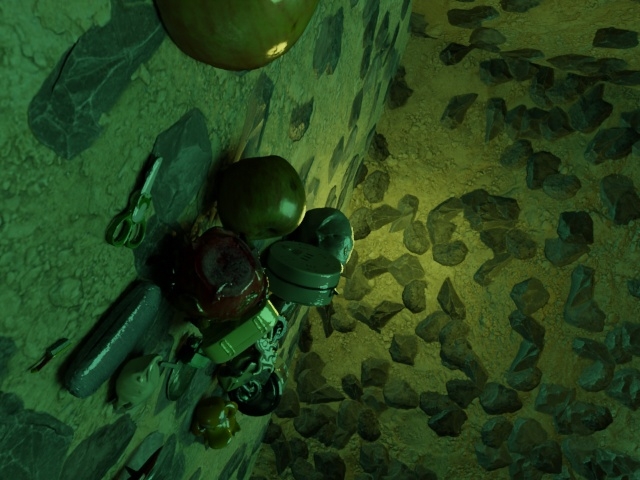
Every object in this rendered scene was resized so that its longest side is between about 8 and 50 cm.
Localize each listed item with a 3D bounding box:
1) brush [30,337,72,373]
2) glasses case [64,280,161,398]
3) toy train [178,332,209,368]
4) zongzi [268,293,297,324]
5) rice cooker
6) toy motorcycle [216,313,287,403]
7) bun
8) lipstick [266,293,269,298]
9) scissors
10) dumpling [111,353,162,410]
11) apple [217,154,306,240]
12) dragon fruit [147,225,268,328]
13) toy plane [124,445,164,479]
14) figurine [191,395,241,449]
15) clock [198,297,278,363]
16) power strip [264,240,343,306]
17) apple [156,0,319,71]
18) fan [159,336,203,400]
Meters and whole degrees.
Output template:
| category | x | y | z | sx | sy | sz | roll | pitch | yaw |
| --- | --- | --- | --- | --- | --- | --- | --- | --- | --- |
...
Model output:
| category | x | y | z | sx | sy | sz | roll | pitch | yaw |
| --- | --- | --- | --- | --- | --- | --- | --- | --- | --- |
| brush | -0.508 | 0.215 | 0.799 | 0.083 | 0.018 | 0.021 | -54 | 151 | -54 |
| glasses case | -0.451 | 0.214 | 0.947 | 0.109 | 0.067 | 0.283 | 101 | 13 | -52 |
| toy train | -0.405 | 0.367 | 1.391 | 0.100 | 0.070 | 0.172 | -58 | 165 | -18 |
| zongzi | -0.159 | 0.315 | 2.165 | 0.300 | 0.138 | 0.286 | -42 | 159 | -23 |
| rice cooker | -0.292 | 0.675 | 2.029 | 0.316 | 0.264 | 0.317 | -14 | 90 | -80 |
| toy motorcycle | -0.294 | 0.491 | 1.814 | 0.236 | 0.168 | 0.411 | 29 | 83 | -41 |
| bun | -0.003 | -0.005 | 2.116 | 0.194 | 0.354 | 0.355 | -4 | 116 | -54 |
| lipstick | -0.302 | 0.361 | 1.926 | 0.059 | 0.059 | 0.264 | 10 | 100 | -79 |
| scissors | -0.375 | -0.081 | 0.887 | 0.101 | 0.027 | 0.205 | 28 | 84 | -80 |
| dumpling | -0.454 | 0.342 | 1.086 | 0.134 | 0.099 | 0.170 | -82 | -170 | -72 |
| apple | -0.171 | -0.129 | 1.224 | 0.264 | 0.264 | 0.265 | 20 | 90 | -79 |
| dragon fruit | -0.286 | 0.110 | 1.140 | 0.269 | 0.250 | 0.291 | -35 | 180 | -33 |
| toy plane | -0.568 | 0.734 | 1.219 | 0.326 | 0.104 | 0.223 | -64 | 169 | -47 |
| figurine | -0.431 | 0.745 | 1.759 | 0.228 | 0.215 | 0.215 | 122 | -8 | -71 |
| clock | -0.277 | 0.220 | 1.307 | 0.235 | 0.308 | 0.096 | -36 | 121 | -11 |
| power strip | -0.069 | 0.141 | 1.875 | 0.357 | 0.357 | 0.162 | -39 | 149 | -69 |
| apple | -0.161 | -0.497 | 0.804 | 0.309 | 0.313 | 0.253 | 48 | 20 | -84 |
| fan | -0.449 | 0.402 | 1.424 | 0.223 | 0.012 | 0.295 | -59 | 164 | -45 |
